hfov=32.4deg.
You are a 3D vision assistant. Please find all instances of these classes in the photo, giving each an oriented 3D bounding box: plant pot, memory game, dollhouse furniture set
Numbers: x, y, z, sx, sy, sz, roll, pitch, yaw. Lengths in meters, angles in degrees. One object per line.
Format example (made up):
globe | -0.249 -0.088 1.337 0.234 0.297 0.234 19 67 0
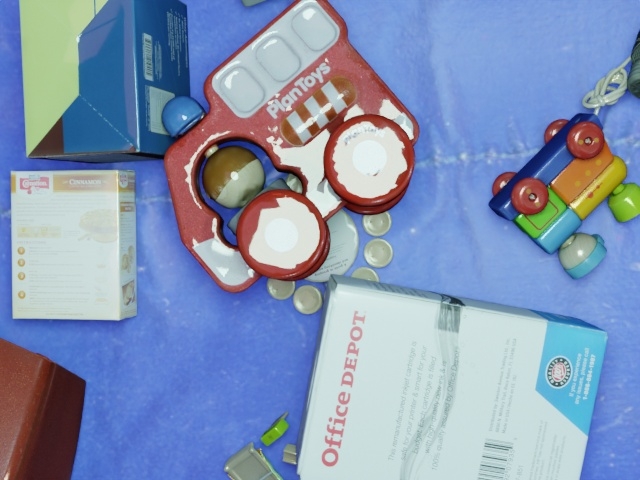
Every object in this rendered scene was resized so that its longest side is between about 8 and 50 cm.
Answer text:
plant pot | -0.429 0.228 1.323 0.267 0.267 0.236 22 76 7
memory game | 0.000 0.000 1.358 0.186 0.012 0.186 0 92 10
dollhouse furniture set | -0.044 0.262 1.370 0.151 0.058 0.076 -40 92 28

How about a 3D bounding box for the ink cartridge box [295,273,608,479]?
ink cartridge box | 0.140 0.176 1.248 0.307 0.129 0.223 10 95 -4

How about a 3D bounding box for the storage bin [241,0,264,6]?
storage bin | -0.058 -0.345 1.324 0.135 0.098 0.091 -17 116 10

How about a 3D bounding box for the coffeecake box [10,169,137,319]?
coffeecake box | -0.308 0.004 1.385 0.142 0.068 0.185 0 92 10

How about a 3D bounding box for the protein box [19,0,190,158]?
protein box | -0.246 -0.194 1.299 0.136 0.201 0.200 -2 92 10

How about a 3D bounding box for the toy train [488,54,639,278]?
toy train | 0.325 -0.084 1.262 0.248 0.105 0.143 -45 100 2

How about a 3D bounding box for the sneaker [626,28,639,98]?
sneaker | 0.460 -0.208 1.221 0.227 0.087 0.130 10 75 4

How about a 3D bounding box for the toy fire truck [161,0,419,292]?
toy fire truck | -0.045 -0.100 1.261 0.302 0.169 0.254 -40 86 1
